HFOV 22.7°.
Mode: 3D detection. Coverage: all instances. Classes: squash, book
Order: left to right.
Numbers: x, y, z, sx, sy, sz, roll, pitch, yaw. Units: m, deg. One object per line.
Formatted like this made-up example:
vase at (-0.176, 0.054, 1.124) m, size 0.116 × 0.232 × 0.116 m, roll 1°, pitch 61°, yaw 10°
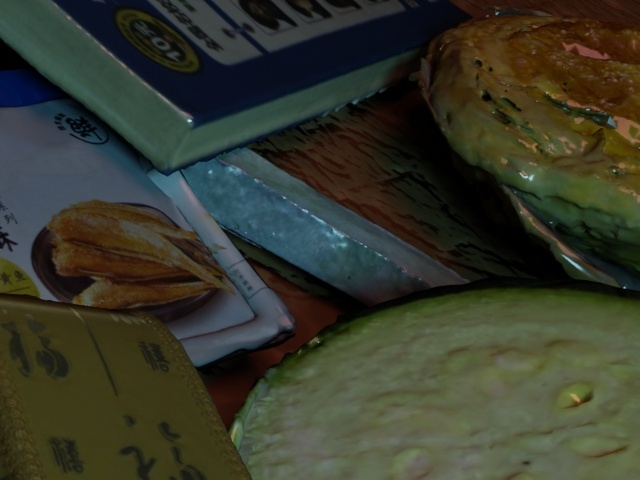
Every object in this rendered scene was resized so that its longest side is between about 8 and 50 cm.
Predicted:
book at (-0.090, -0.177, 0.870) m, size 0.300 × 0.039 × 0.428 m, roll 41°, pitch 24°, yaw 9°
squash at (0.068, 0.109, 0.588) m, size 0.220 × 0.133 × 0.220 m, roll 2°, pitch 27°, yaw -1°

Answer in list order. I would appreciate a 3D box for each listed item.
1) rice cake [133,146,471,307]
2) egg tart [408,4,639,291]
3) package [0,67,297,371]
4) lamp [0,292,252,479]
rice cake at (0.000, 0.000, 0.748) m, size 0.211 × 0.034 × 0.043 m, roll 30°, pitch 21°, yaw -9°
egg tart at (0.180, -0.038, 0.912) m, size 0.297 × 0.132 × 0.297 m, roll 14°, pitch 30°, yaw -9°
package at (-0.114, -0.008, 0.637) m, size 0.171 × 0.027 × 0.173 m, roll -15°, pitch 60°, yaw -46°
lamp at (-0.075, 0.111, 0.394) m, size 0.161 × 0.161 × 0.185 m, roll 11°, pitch 35°, yaw -36°
